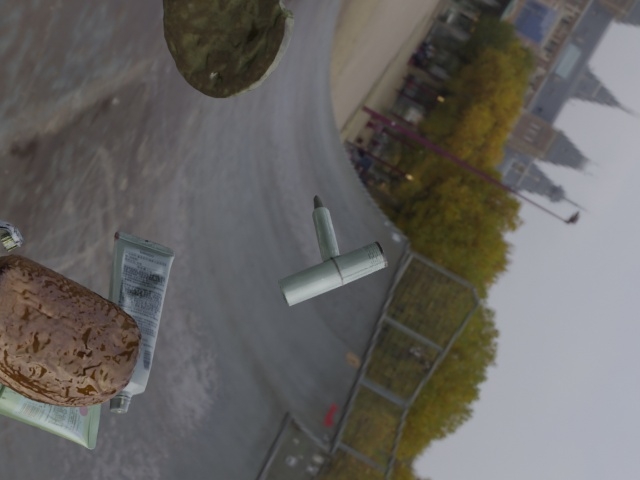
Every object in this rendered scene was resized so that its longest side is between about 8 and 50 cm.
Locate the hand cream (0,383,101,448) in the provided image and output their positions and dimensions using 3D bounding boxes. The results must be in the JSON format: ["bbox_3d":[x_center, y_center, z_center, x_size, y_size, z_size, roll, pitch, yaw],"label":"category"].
[{"bbox_3d":[-0.586,0.328,1.835,0.093,0.306,0.147,-28,-132,35],"label":"hand cream"}]

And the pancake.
[{"bbox_3d":[-0.134,-0.323,1.260,0.222,0.236,0.042,-40,167,26],"label":"pancake"}]

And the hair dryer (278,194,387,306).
[{"bbox_3d":[-0.008,0.002,1.289,0.155,0.183,0.044,-21,137,-9],"label":"hair dryer"}]

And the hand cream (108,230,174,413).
[{"bbox_3d":[-0.344,0.148,1.609,0.078,0.124,0.340,-34,-136,47],"label":"hand cream"}]

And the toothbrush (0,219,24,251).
[{"bbox_3d":[-0.545,-0.043,1.432,0.042,0.035,0.413,-32,170,-12],"label":"toothbrush"}]

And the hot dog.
[{"bbox_3d":[-0.404,0.132,1.312,0.122,0.272,0.196,-24,-135,44],"label":"hot dog"}]
